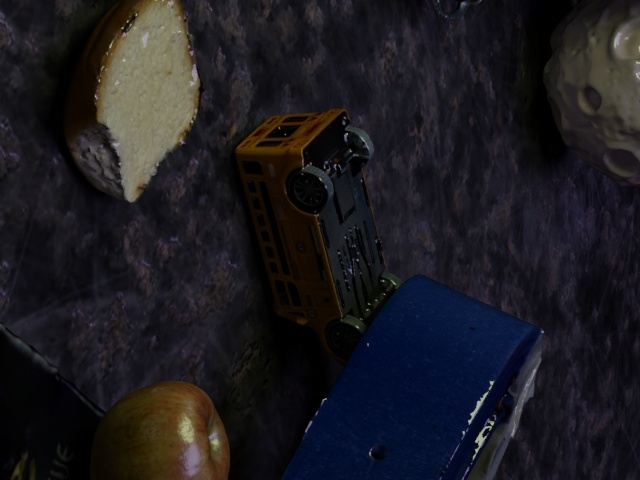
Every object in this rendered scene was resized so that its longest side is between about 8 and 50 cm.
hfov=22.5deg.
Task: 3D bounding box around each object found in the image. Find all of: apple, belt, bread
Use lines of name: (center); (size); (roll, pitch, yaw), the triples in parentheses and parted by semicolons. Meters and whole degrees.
apple: (-0.089, 0.119, 0.881); (0.084, 0.071, 0.084); (-11, 90, -78)
belt: (0.049, 0.199, 1.228); (0.347, 0.117, 0.212); (-61, 161, -16)
bread: (-0.125, -0.096, 1.054); (0.129, 0.044, 0.126); (-64, 152, -42)

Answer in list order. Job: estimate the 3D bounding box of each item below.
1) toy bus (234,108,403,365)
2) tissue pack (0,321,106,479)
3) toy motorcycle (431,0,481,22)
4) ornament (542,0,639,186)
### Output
toy bus: (0.000, 0.000, 1.249); (0.083, 0.088, 0.194); (-46, 130, -49)
tissue pack: (-0.195, 0.181, 0.852); (0.332, 0.123, 0.245); (50, 44, -53)
toy motorcycle: (0.131, -0.319, 1.464); (0.150, 0.102, 0.221); (-34, 123, -42)
ornament: (0.371, -0.189, 1.769); (0.259, 0.259, 0.225); (-48, 119, -51)
